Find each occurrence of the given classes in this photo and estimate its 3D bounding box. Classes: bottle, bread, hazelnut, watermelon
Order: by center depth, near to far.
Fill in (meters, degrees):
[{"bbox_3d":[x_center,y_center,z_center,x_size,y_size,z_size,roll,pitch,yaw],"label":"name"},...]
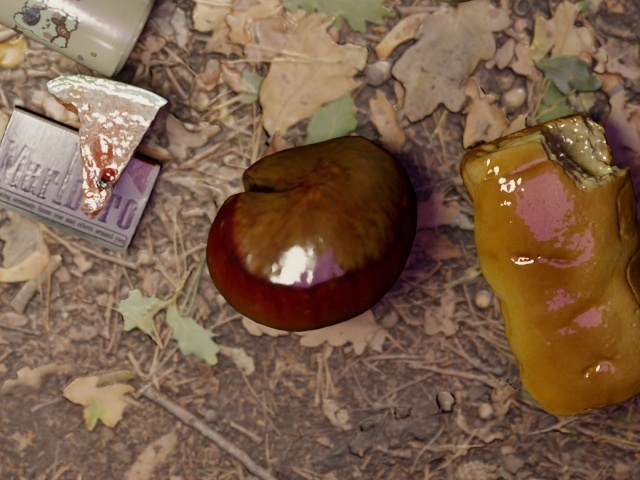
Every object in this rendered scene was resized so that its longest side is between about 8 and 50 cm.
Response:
[{"bbox_3d":[-0.299,-0.271,1.416,0.233,0.110,0.110,27,101,-15],"label":"bottle"},{"bbox_3d":[-0.216,-0.110,1.457,0.121,0.098,0.158,-15,84,-3],"label":"watermelon"},{"bbox_3d":[0.000,0.000,1.496,0.251,0.217,0.217,-40,109,-20],"label":"hazelnut"},{"bbox_3d":[0.287,0.029,1.561,0.195,0.149,0.344,-20,108,-2],"label":"bread"}]

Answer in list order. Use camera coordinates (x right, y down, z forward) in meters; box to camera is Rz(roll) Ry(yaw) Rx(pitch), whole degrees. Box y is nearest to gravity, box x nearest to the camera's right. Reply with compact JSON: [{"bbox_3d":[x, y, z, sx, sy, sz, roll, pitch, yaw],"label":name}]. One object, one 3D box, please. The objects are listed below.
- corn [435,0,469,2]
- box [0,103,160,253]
[{"bbox_3d":[0.058,-0.333,1.435,0.305,0.122,0.123,4,87,-10],"label":"corn"},{"bbox_3d":[-0.284,-0.069,1.515,0.178,0.036,0.115,22,99,-13],"label":"box"}]
